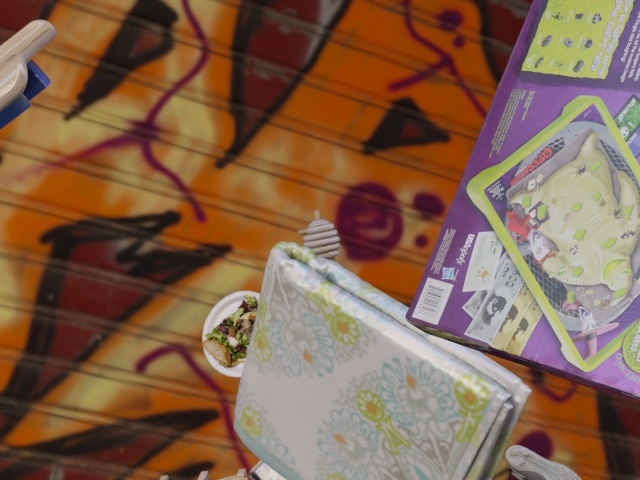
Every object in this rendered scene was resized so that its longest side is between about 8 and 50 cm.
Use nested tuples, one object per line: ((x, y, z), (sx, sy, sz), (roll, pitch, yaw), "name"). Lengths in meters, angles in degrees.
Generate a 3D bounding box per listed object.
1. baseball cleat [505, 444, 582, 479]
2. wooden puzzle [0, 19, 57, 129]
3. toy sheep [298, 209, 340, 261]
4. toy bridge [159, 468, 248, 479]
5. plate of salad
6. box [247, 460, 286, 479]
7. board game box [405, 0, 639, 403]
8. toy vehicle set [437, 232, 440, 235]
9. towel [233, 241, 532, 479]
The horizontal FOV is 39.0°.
((0.522, 0.544, 2.084), (0.206, 0.072, 0.109), (33, -21, 29), "baseball cleat")
((-0.504, -0.165, 1.276), (0.080, 0.322, 0.348), (51, 7, -25), "wooden puzzle")
((0.000, 0.000, 1.970), (0.091, 0.132, 0.091), (-13, 6, 1), "toy sheep")
((-0.243, 0.500, 1.868), (0.188, 0.026, 0.063), (-6, 7, 5), "toy bridge")
((-0.184, 0.209, 2.048), (0.199, 0.200, 0.048), (20, -8, 28), "plate of salad")
((0.033, 0.496, 1.616), (0.307, 0.076, 0.242), (45, 4, 18), "box")
((0.223, -0.062, 0.724), (0.208, 0.347, 0.056), (15, -12, 42), "board game box")
((0.337, 0.069, 1.654), (0.267, 0.035, 0.166), (38, 7, -4), "toy vehicle set")
((0.058, 0.216, 1.167), (0.374, 0.321, 0.090), (31, 33, 23), "towel")
